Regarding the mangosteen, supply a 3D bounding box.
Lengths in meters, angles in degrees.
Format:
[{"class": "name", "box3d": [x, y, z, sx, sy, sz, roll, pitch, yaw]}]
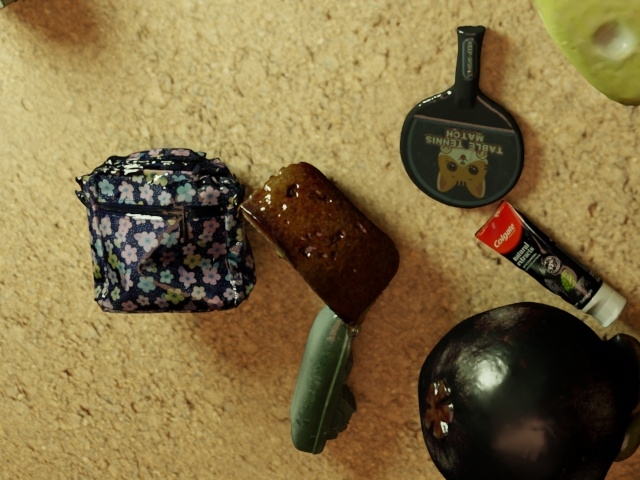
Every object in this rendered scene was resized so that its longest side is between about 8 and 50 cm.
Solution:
[{"class": "mangosteen", "box3d": [0.274, 0.202, 1.631, 0.302, 0.275, 0.275, -1, 126, -22]}]

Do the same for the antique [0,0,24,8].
[{"class": "antique", "box3d": [-0.416, -0.346, 1.592, 0.148, 0.152, 0.146, -7, 116, 25]}]

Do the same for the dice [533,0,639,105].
[{"class": "dice", "box3d": [0.330, -0.250, 1.371, 0.169, 0.166, 0.169, -35, 103, 33]}]

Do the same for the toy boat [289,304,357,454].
[{"class": "toy boat", "box3d": [0.017, 0.172, 1.792, 0.085, 0.078, 0.260, 5, 125, -12]}]

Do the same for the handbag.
[{"class": "handbag", "box3d": [-0.196, -0.012, 1.722, 0.229, 0.127, 0.207, 0, 106, 12]}]

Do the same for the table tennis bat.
[{"class": "table tennis bat", "box3d": [0.167, -0.140, 1.583, 0.150, 0.027, 0.236, 10, 124, 14]}]

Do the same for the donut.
[{"class": "donut", "box3d": [0.007, 0.006, 1.659, 0.186, 0.144, 0.126, 42, 88, 18]}]

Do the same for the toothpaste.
[{"class": "toothpaste", "box3d": [0.277, 0.032, 1.635, 0.193, 0.045, 0.071, 38, 132, 1]}]
